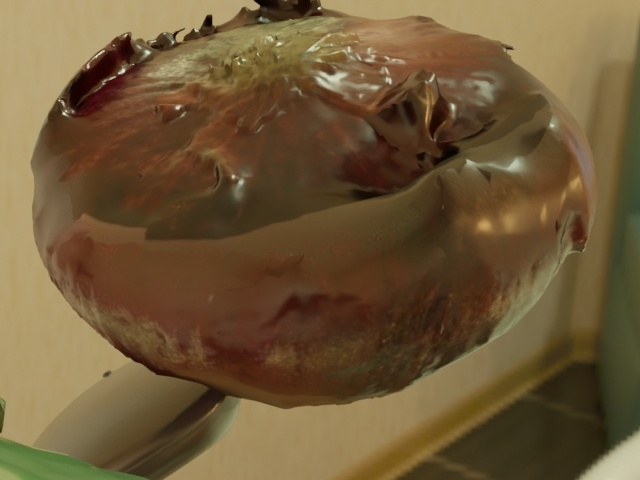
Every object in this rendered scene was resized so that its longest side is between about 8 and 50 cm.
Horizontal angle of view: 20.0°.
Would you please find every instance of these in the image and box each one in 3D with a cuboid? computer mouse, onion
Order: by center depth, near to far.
[{"bbox_3d":[0.000,0.000,0.870,0.272,0.195,0.272,-4,33,3],"label":"onion"},{"bbox_3d":[-0.103,0.098,1.005,0.120,0.057,0.232,-32,3,-6],"label":"computer mouse"}]

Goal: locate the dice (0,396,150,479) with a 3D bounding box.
[{"bbox_3d":[-0.054,0.213,0.271,0.322,0.318,0.330,22,1,39],"label":"dice"}]
